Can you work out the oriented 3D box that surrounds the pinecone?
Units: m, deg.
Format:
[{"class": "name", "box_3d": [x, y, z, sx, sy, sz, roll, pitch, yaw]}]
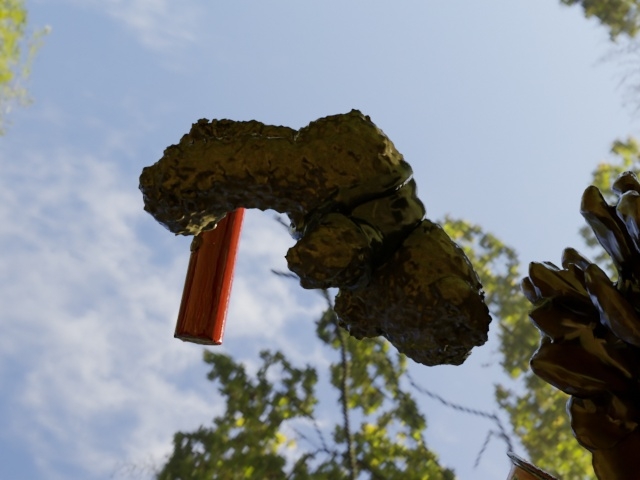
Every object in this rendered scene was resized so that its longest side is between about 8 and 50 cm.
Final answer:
[{"class": "pinecone", "box_3d": [0.330, 0.059, 0.660, 0.384, 0.384, 0.384, 20, -142, -17]}]

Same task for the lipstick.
[{"class": "lipstick", "box_3d": [-0.150, 0.009, 1.521, 0.073, 0.073, 0.280, 16, -107, -22]}]

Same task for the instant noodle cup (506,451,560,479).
[{"class": "instant noodle cup", "box_3d": [0.205, 0.300, 0.823, 0.230, 0.182, 0.230, 30, 174, 3]}]

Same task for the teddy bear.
[{"class": "teddy bear", "box_3d": [0.008, -0.018, 0.687, 0.251, 0.129, 0.182, 34, -157, 6]}]
